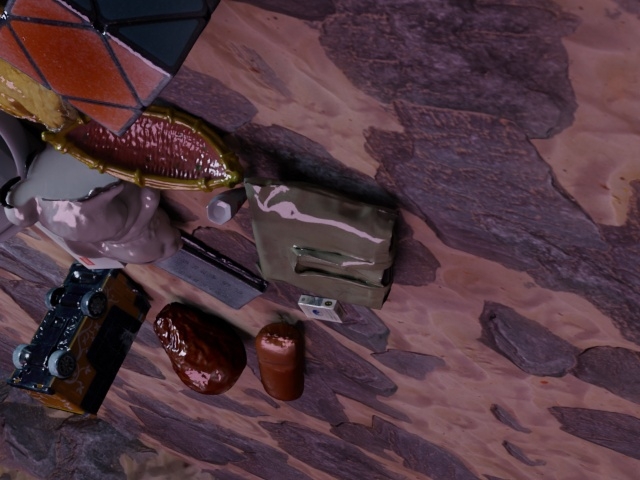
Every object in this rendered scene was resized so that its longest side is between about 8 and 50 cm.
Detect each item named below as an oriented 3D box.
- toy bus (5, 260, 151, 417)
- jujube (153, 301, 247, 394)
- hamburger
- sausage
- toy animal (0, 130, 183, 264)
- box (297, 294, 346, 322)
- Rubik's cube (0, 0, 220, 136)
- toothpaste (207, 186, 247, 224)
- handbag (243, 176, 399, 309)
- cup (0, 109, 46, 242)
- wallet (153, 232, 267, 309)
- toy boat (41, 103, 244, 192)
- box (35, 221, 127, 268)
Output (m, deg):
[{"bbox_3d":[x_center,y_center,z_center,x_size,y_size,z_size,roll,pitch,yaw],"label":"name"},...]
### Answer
[{"bbox_3d":[-0.538,0.223,2.254,0.161,0.324,0.194,3,147,37],"label":"toy bus"},{"bbox_3d":[-0.276,0.239,2.252,0.236,0.168,0.168,46,151,-3],"label":"jujube"},{"bbox_3d":[-0.423,-0.293,1.436,0.259,0.145,0.283,30,157,-1],"label":"hamburger"},{"bbox_3d":[-0.086,0.266,2.205,0.097,0.094,0.348,8,149,5],"label":"sausage"},{"bbox_3d":[-0.391,-0.052,1.786,0.257,0.194,0.357,-17,152,0],"label":"toy animal"},{"bbox_3d":[0.003,0.135,1.969,0.083,0.024,0.054,6,150,31],"label":"box"},{"bbox_3d":[-0.253,-0.290,1.225,0.205,0.205,0.207,33,151,-16],"label":"Rubik's cube"},{"bbox_3d":[-0.146,-0.063,1.587,0.067,0.194,0.043,-17,101,8],"label":"toothpaste"},{"bbox_3d":[0.004,0.003,1.641,0.253,0.109,0.316,16,152,8],"label":"handbag"},{"bbox_3d":[-0.619,-0.167,1.732,0.322,0.237,0.327,-7,138,37],"label":"cup"},{"bbox_3d":[-0.230,0.067,2.029,0.222,0.036,0.167,32,152,-14],"label":"wallet"},{"bbox_3d":[-0.273,-0.148,1.578,0.317,0.099,0.141,12,109,-1],"label":"toy boat"},{"bbox_3d":[-0.501,-0.047,2.005,0.135,0.079,0.269,-4,141,43],"label":"box"}]
